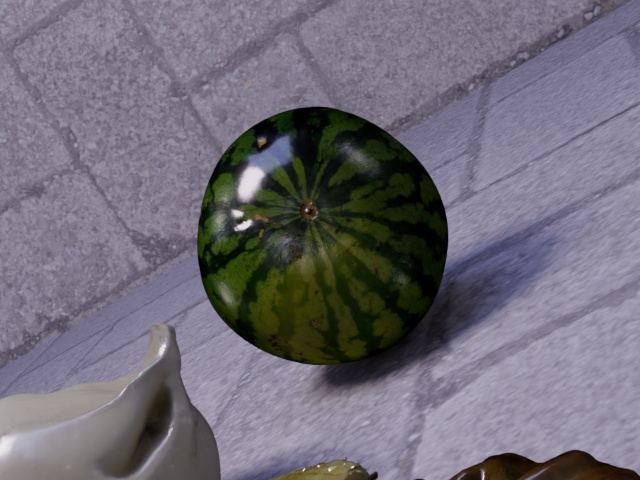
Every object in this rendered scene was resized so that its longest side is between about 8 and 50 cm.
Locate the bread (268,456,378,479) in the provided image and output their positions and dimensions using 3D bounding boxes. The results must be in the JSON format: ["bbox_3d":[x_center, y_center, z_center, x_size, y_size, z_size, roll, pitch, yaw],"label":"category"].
[{"bbox_3d":[-0.045,0.243,0.765,0.196,0.102,0.138,-36,13,-33],"label":"bread"}]

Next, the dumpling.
[{"bbox_3d":[-0.223,0.259,1.008,0.395,0.233,0.315,-60,-3,-9],"label":"dumpling"}]

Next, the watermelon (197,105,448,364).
[{"bbox_3d":[0.000,0.000,1.238,0.285,0.285,0.285,-32,10,6],"label":"watermelon"}]

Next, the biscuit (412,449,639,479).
[{"bbox_3d":[0.050,0.229,0.545,0.332,0.103,0.332,-31,9,6],"label":"biscuit"}]
